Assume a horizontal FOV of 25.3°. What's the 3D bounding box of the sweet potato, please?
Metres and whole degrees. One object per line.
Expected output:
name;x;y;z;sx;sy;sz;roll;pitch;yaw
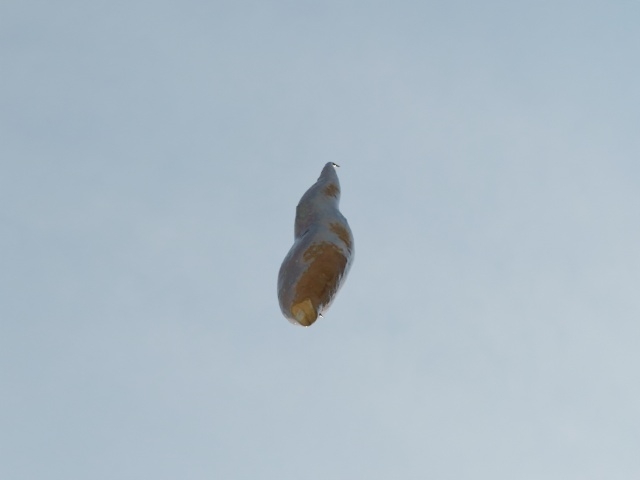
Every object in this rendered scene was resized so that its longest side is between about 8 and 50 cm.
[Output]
sweet potato;0.000;0.000;1.101;0.056;0.056;0.195;45;-149;-27
